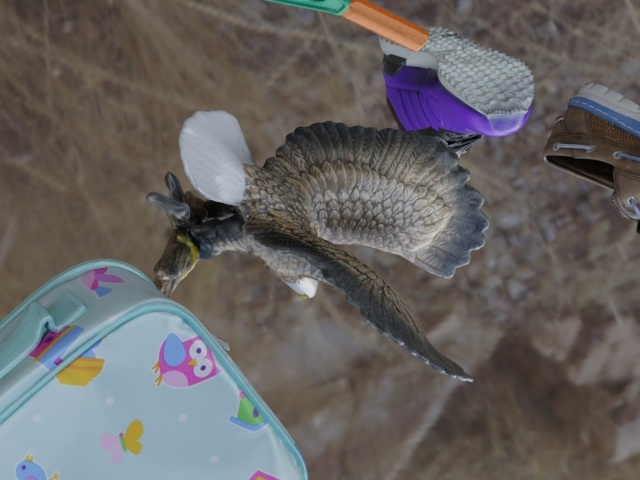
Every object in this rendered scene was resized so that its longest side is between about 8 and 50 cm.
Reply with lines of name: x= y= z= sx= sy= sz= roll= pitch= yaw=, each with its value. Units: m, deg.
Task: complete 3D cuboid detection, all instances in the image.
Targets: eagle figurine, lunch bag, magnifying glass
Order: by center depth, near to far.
lunch bag: x=-0.159 y=0.153 z=0.971 sx=0.279 sy=0.108 sz=0.224 roll=-41 pitch=119 yaw=-11
eagle figurine: x=0.002 y=0.002 z=1.450 sx=0.298 sy=0.226 sz=0.225 roll=5 pitch=-178 yaw=11
magnifying glass: x=0.005 y=-0.248 z=1.582 sx=0.231 sy=0.026 sz=0.092 roll=25 pitch=150 yaw=-20

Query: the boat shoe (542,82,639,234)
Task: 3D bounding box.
boat shoe: x=0.218 y=-0.035 z=1.003 sx=0.066 sy=0.183 sz=0.066 roll=-50 pitch=134 yaw=-5

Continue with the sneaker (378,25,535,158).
sneaker: x=0.153 y=-0.142 z=1.785 sx=0.102 sy=0.293 sz=0.146 roll=-7 pitch=113 yaw=-18
